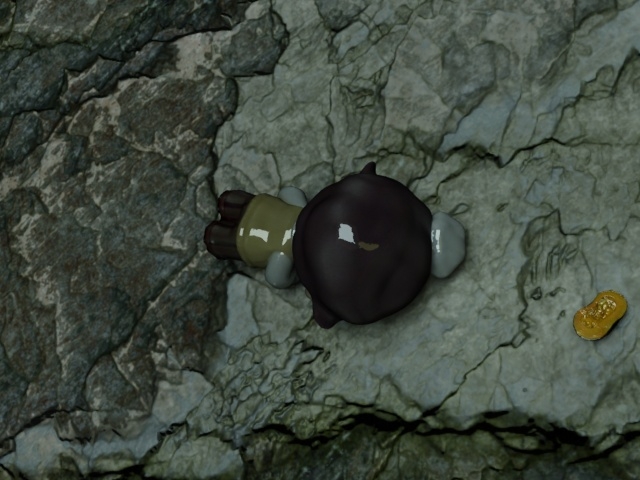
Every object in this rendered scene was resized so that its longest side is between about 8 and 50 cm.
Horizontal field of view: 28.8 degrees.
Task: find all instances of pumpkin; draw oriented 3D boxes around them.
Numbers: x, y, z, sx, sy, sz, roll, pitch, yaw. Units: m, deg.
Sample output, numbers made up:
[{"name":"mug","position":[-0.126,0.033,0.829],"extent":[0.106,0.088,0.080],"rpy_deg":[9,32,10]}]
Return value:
[{"name":"pumpkin","position":[0.380,0.105,1.683],"extent":[0.083,0.028,0.050],"rpy_deg":[-40,60,-4]}]

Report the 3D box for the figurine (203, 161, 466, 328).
[{"name":"figurine","position":[0.005,0.013,1.818],"extent":[0.365,0.206,0.218],"rpy_deg":[-1,47,48]}]
